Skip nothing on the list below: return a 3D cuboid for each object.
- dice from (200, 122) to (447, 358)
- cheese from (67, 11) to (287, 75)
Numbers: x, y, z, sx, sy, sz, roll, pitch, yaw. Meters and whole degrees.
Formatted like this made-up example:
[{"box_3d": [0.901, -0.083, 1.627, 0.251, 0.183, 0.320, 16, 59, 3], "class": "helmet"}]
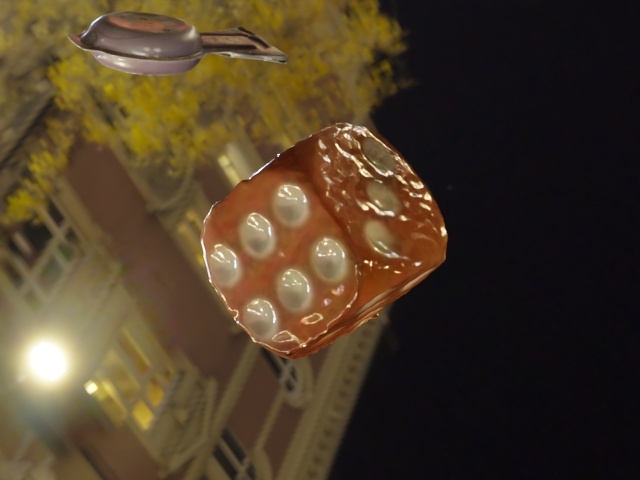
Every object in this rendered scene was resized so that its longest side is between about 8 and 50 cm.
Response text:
[{"box_3d": [0.000, 0.000, 1.306, 0.175, 0.174, 0.179, -39, 168, 37], "class": "dice"}, {"box_3d": [-0.132, -0.177, 1.203, 0.191, 0.042, 0.105, -3, -154, -30], "class": "cheese"}]
